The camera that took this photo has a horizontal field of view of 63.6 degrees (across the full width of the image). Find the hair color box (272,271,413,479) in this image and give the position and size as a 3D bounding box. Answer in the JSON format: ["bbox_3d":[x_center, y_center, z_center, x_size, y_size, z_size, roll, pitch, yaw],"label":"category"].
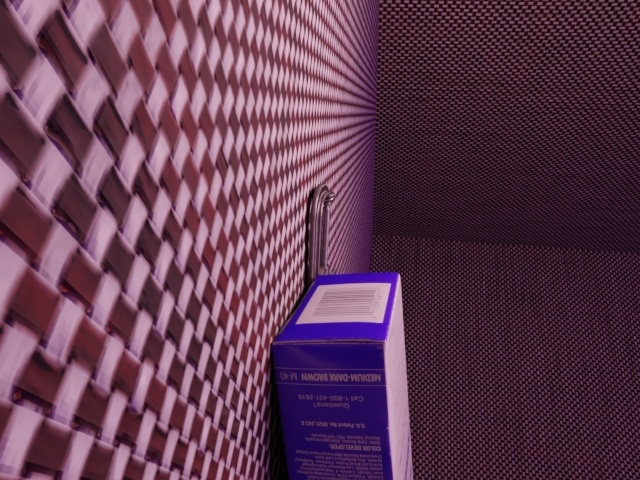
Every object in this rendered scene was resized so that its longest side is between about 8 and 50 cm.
[{"bbox_3d":[0.039,0.222,0.547,0.185,0.109,0.339,-49,134,-71],"label":"hair color box"}]

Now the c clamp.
[{"bbox_3d":[0.000,0.000,0.651,0.137,0.022,0.161,-59,154,-62],"label":"c clamp"}]
